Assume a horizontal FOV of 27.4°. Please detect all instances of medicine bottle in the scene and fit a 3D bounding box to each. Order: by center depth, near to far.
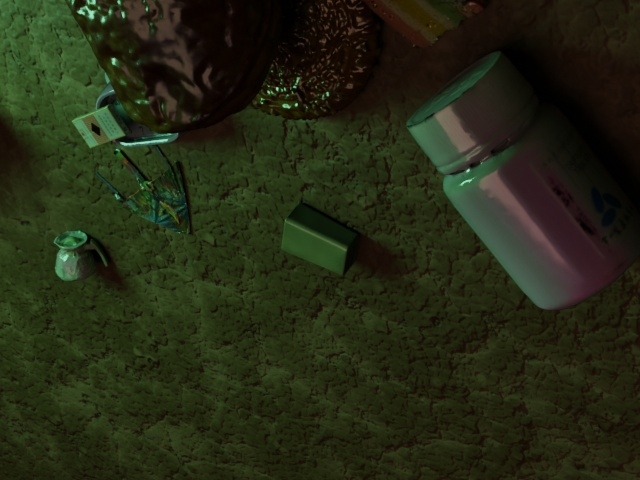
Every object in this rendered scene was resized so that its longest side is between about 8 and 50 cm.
[{"bbox_3d":[0.216,-0.063,1.379,0.254,0.152,0.152,52,140,-10],"label":"medicine bottle"}]

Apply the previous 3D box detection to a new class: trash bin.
[{"bbox_3d":[0.000,0.000,1.696,0.092,0.043,0.061,26,138,17],"label":"trash bin"}]

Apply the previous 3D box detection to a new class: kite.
[{"bbox_3d":[-0.239,-0.066,1.856,0.160,0.010,0.183,50,140,-9],"label":"kite"}]

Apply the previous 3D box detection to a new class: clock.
[{"bbox_3d":[-0.233,-0.181,1.716,0.153,0.050,0.110,-2,123,41],"label":"clock"}]

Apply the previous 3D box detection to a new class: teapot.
[{"bbox_3d":[-0.369,0.022,2.012,0.083,0.064,0.064,-3,122,1],"label":"teapot"}]

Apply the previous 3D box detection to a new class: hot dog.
[{"bbox_3d":[-0.191,-0.308,1.422,0.267,0.174,0.387,-4,122,37],"label":"hot dog"}]

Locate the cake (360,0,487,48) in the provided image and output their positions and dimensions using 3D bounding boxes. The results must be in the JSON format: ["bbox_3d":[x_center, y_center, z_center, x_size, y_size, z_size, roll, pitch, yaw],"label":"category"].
[{"bbox_3d":[0.072,-0.306,1.364,0.225,0.090,0.109,38,142,-25],"label":"cake"}]

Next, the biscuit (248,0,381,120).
[{"bbox_3d":[-0.065,-0.266,1.511,0.305,0.038,0.305,22,137,23],"label":"biscuit"}]

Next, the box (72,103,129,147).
[{"bbox_3d":[-0.292,-0.151,1.740,0.083,0.012,0.046,-13,117,46],"label":"box"}]
